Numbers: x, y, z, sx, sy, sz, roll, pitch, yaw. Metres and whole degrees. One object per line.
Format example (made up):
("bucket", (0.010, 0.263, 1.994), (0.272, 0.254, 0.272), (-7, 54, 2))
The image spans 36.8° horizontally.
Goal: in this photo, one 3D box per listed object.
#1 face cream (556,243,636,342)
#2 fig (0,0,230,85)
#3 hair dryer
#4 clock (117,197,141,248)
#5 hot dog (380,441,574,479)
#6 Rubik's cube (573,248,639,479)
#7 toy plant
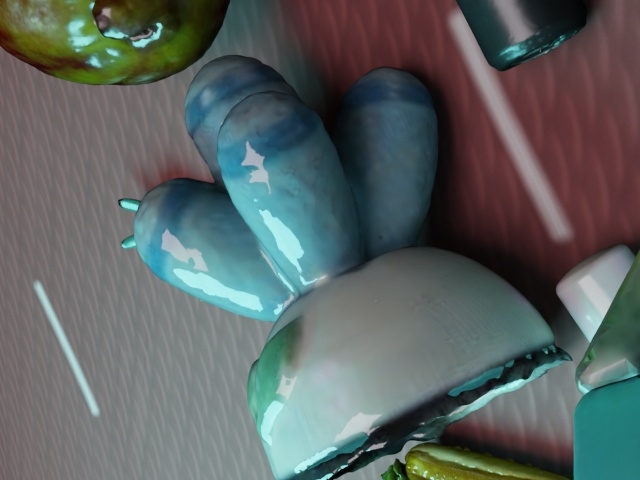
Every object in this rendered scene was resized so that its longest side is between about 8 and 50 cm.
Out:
("face cream", (0.249, 0.123, 0.619), (0.269, 0.082, 0.082), (55, 134, 9))
("fig", (-0.180, -0.229, 0.779), (0.263, 0.224, 0.224), (39, 129, 20))
("hair dryer", (0.169, -0.205, 0.579), (0.219, 0.071, 0.124), (-30, 88, 36))
("clock", (-0.144, -0.003, 0.949), (0.135, 0.041, 0.101), (17, 117, 37))
("hot dog", (0.138, 0.204, 0.771), (0.188, 0.055, 0.072), (5, 107, 41))
("Rubik's cube", (0.274, 0.002, 0.365), (0.358, 0.368, 0.387), (-11, 66, 44))
("toy plant", (0.000, 0.000, 0.716), (0.247, 0.247, 0.332), (-41, 71, 43))
